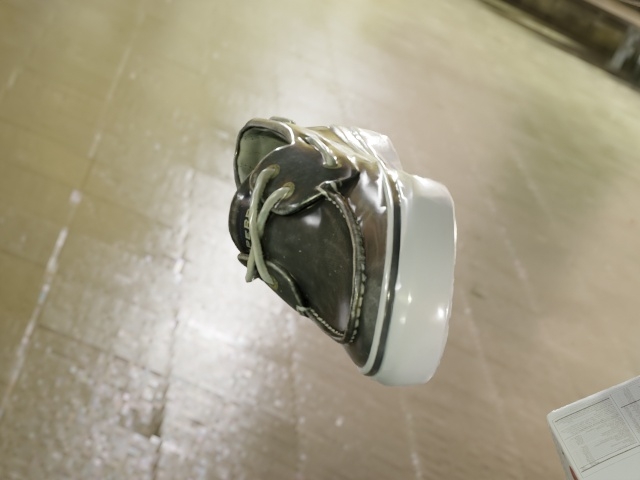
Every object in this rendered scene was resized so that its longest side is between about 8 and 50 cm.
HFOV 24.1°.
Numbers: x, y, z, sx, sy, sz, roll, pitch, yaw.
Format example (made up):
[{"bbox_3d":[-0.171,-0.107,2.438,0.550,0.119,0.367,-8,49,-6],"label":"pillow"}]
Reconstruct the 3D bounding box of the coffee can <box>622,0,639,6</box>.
[{"bbox_3d":[0.300,-0.317,1.109,0.201,0.275,0.201,17,1,0],"label":"coffee can"}]

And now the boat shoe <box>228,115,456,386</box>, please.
[{"bbox_3d":[0.000,0.000,0.929,0.119,0.121,0.335,8,13,-11],"label":"boat shoe"}]

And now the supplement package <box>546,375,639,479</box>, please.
[{"bbox_3d":[0.356,0.280,1.562,0.203,0.149,0.194,-111,177,-61],"label":"supplement package"}]
